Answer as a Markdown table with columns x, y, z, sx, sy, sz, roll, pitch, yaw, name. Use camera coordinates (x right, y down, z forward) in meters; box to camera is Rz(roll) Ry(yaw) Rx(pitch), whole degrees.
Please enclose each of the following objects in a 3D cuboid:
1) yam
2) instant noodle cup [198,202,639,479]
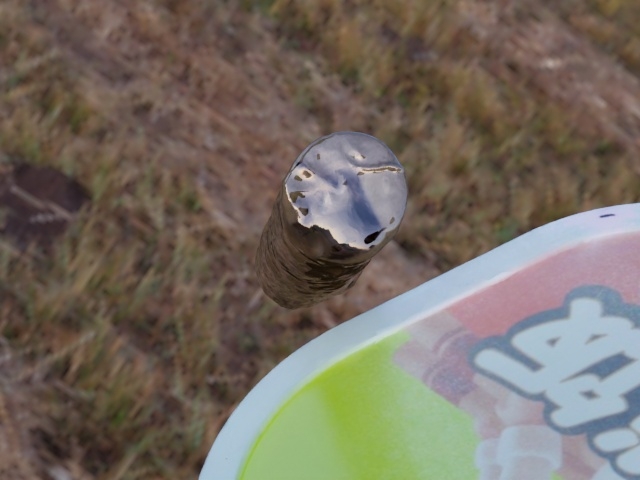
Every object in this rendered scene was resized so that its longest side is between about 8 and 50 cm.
| x | y | z | sx | sy | sz | roll | pitch | yaw | name |
| --- | --- | --- | --- | --- | --- | --- | --- | --- | --- |
| 0.000 | 0.000 | 0.626 | 0.045 | 0.045 | 0.327 | 1 | -4 | -3 | yam |
| 0.129 | 0.193 | 0.653 | 0.294 | 0.294 | 0.308 | -106 | 177 | -49 | instant noodle cup |
